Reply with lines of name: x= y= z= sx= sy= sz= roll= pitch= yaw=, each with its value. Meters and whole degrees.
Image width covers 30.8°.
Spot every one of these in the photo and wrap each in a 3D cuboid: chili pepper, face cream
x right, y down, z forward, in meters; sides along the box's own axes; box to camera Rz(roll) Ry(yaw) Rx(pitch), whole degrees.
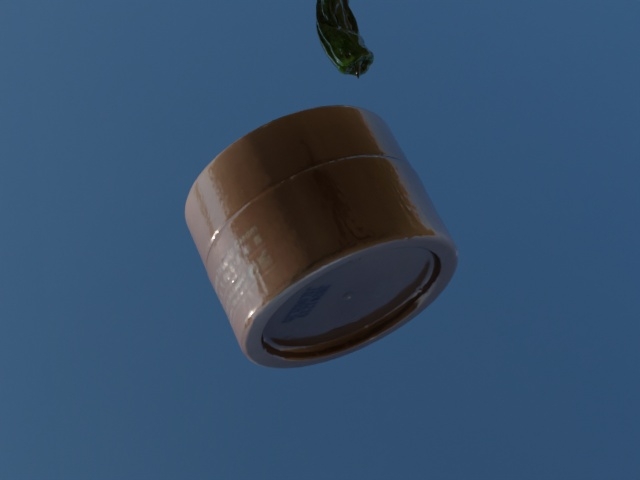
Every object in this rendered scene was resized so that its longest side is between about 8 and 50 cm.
chili pepper: x=0.014 y=-0.149 z=0.776 sx=0.034 sy=0.030 sz=0.091 roll=-11 pitch=-108 yaw=5
face cream: x=0.000 y=0.000 z=0.740 sx=0.149 sy=0.149 sz=0.104 roll=-17 pitch=-118 yaw=-19
